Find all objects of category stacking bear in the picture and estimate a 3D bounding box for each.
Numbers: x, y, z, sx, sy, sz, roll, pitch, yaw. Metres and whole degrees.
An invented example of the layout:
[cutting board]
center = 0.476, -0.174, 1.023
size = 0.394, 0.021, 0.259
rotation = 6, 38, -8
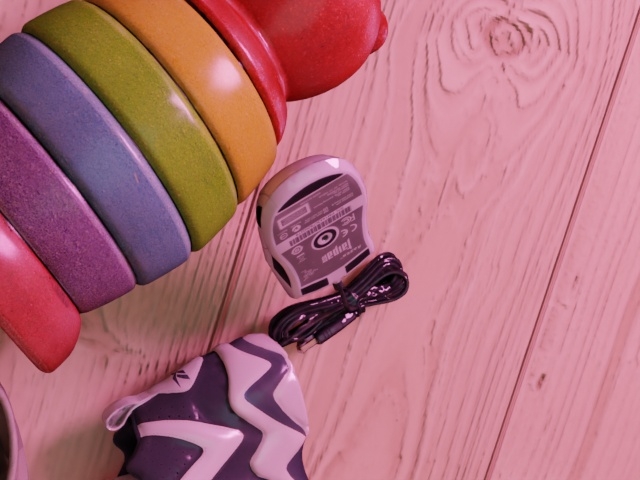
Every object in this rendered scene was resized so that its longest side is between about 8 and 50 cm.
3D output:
[stacking bear]
center = -0.089, -0.078, 0.605
size = 0.289, 0.164, 0.175
rotation = -40, 114, -15

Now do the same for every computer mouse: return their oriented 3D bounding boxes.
[computer mouse]
center = 0.000, 0.000, 0.678
size = 0.106, 0.042, 0.193
rotation = -29, 148, -9

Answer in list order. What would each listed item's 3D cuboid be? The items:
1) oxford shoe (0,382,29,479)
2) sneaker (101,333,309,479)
[oxford shoe]
center = -0.229, 0.233, 0.623
size = 0.169, 0.130, 0.449
rotation = -10, 111, -26
[sneaker]
center = -0.074, 0.190, 0.702
size = 0.153, 0.094, 0.235
rotation = -16, 108, -18
